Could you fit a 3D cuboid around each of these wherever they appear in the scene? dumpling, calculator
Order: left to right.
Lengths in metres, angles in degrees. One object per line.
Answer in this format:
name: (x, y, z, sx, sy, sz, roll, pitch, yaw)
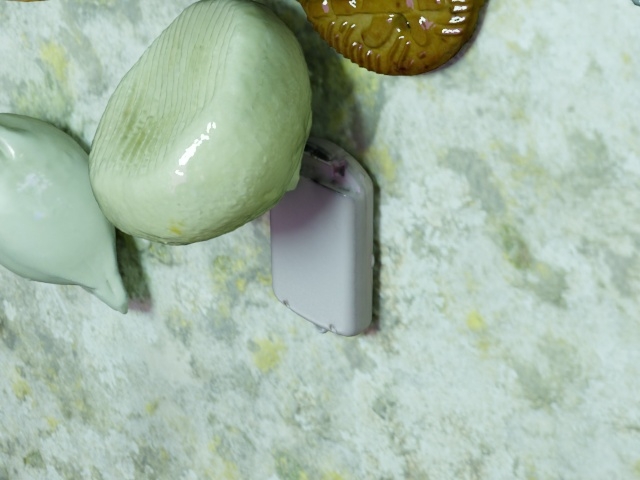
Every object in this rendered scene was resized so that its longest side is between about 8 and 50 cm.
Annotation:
dumpling: (-0.268, -0.030, 1.505, 0.252, 0.131, 0.179, 45, 164, -13)
calculator: (0.000, 0.000, 1.273, 0.100, 0.032, 0.175, 26, 130, 37)

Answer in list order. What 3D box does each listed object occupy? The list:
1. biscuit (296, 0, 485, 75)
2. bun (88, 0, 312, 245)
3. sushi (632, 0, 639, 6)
biscuit: (0.037, -0.202, 1.113, 0.188, 0.027, 0.187, 26, 129, 37)
bun: (-0.078, -0.080, 1.220, 0.127, 0.222, 0.222, 36, 150, -26)
sushi: (0.204, -0.222, 0.826, 0.274, 0.139, 0.184, 45, 136, 24)
